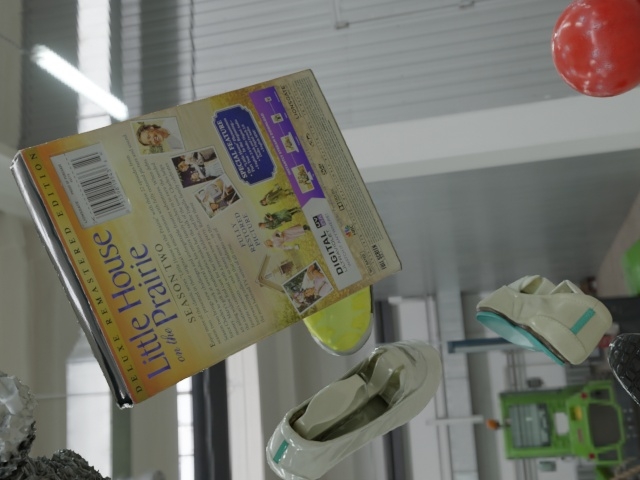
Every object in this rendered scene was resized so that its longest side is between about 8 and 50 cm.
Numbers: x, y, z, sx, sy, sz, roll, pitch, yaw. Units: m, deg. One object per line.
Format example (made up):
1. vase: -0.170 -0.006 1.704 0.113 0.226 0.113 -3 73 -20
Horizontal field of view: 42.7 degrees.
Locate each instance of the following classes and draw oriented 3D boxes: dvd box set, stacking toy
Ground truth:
1. dvd box set: -0.119 -0.022 1.012 0.420 0.062 0.308 -25 -91 -35
2. stacking toy: 0.350 -0.210 0.668 0.141 0.330 0.141 -18 -90 -83

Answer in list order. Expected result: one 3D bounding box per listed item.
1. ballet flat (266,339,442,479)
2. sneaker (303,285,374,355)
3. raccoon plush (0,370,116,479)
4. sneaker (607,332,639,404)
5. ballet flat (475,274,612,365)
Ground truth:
1. ballet flat: 0.079 0.257 1.367 0.400 0.139 0.139 -29 -62 -34
2. sneaker: 0.000 0.000 1.343 0.147 0.145 0.385 29 -130 -81
3. raccoon plush: -0.274 0.270 0.877 0.216 0.446 0.299 48 -145 9
4. sneaker: 0.546 0.232 1.263 0.107 0.283 0.124 -61 7 -4
5. ballet flat: 0.230 0.076 0.851 0.248 0.086 0.086 -157 60 -85
